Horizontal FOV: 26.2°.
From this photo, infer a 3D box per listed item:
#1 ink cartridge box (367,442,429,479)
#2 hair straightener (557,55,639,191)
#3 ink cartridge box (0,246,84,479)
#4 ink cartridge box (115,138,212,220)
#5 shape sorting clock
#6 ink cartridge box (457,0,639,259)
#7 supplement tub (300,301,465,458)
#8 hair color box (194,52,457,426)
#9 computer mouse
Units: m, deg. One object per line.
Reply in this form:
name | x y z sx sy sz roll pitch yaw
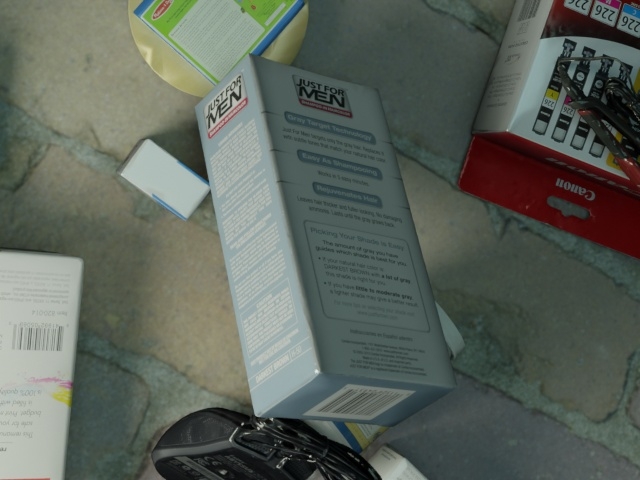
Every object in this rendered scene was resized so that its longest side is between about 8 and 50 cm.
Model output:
ink cartridge box | 0.066 0.374 1.615 0.158 0.092 0.218 45 84 -11
hair straightener | 0.356 -0.129 1.562 0.089 0.047 0.230 -45 98 -6
ink cartridge box | -0.379 0.182 1.464 0.207 0.119 0.354 6 90 -32
ink cartridge box | -0.175 -0.069 1.528 0.088 0.122 0.052 36 88 -11
shape sorting clock | -0.116 -0.265 1.576 0.206 0.040 0.206 -1 95 -10
ink cartridge box | 0.355 -0.136 1.645 0.309 0.130 0.272 19 88 -14
supplement tub | 0.051 0.143 1.575 0.199 0.144 0.144 -40 100 -9
hair color box | 0.000 0.000 1.457 0.185 0.113 0.375 11 55 -38
computer mouse | -0.073 0.227 1.516 0.188 0.272 0.072 39 54 -33
